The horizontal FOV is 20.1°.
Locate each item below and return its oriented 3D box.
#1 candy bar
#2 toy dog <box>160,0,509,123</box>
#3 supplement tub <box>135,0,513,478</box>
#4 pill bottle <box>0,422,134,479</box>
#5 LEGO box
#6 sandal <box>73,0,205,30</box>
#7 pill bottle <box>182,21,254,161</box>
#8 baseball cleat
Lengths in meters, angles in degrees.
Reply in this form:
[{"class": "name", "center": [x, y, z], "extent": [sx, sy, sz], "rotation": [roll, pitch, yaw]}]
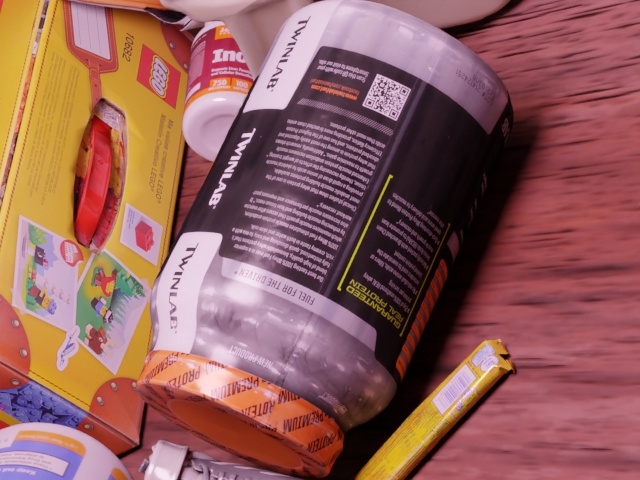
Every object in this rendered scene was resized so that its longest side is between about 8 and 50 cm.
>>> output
[{"class": "candy bar", "center": [0.074, 0.132, 1.258], "extent": [0.161, 0.018, 0.040], "rotation": [-47, 35, 9]}, {"class": "toy dog", "center": [-0.008, -0.350, 1.528], "extent": [0.395, 0.284, 0.408], "rotation": [-27, 56, 11]}, {"class": "supplement tub", "center": [0.000, 0.000, 1.319], "extent": [0.193, 0.193, 0.316], "rotation": [-1, 58, 53]}, {"class": "pill bottle", "center": [-0.236, 0.270, 1.340], "extent": [0.152, 0.152, 0.272], "rotation": [-36, 17, 26]}, {"class": "LEGO box", "center": [-0.330, 0.014, 1.743], "extent": [0.372, 0.193, 0.500], "rotation": [-30, 39, 34]}, {"class": "sandal", "center": [-0.136, -0.245, 1.723], "extent": [0.076, 0.265, 0.102], "rotation": [45, 131, 45]}, {"class": "pill bottle", "center": [-0.081, -0.150, 1.678], "extent": [0.086, 0.086, 0.152], "rotation": [-33, 37, 31]}, {"class": "baseball cleat", "center": [-0.067, 0.191, 1.299], "extent": [0.206, 0.109, 0.072], "rotation": [-1, 68, 57]}]
